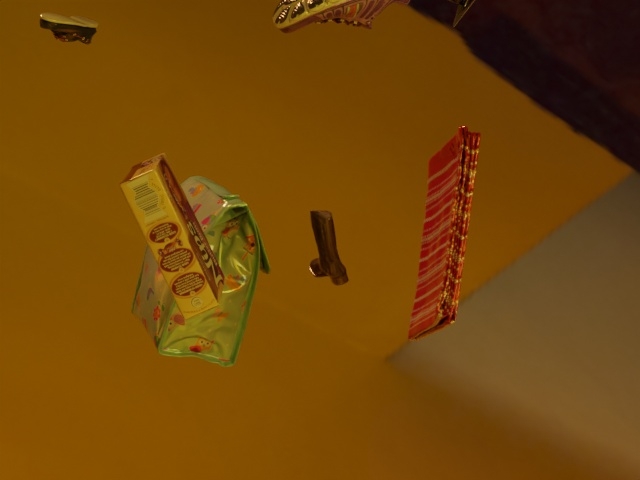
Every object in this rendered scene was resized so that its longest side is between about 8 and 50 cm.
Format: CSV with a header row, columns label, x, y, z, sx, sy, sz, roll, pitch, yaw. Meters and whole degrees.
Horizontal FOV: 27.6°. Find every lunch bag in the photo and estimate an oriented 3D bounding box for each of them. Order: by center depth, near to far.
label,x,y,z,sx,sy,sz,roll,pitch,yaw
lunch bag,-0.186,0.037,2.066,0.223,0.160,0.262,35,-71,65

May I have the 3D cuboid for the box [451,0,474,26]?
label,x,y,z,sx,sy,sz,roll,pitch,yaw
box,0.208,-0.406,1.714,0.136,0.037,0.225,132,-24,-72

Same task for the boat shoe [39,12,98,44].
label,x,y,z,sx,sy,sz,roll,pitch,yaw
boat shoe,-0.381,-0.318,1.964,0.049,0.133,0.042,25,-78,16

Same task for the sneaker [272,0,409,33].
label,x,y,z,sx,sy,sz,roll,pitch,yaw
sneaker,0.029,-0.270,1.513,0.170,0.071,0.068,-19,-145,-4

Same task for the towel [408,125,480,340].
label,x,y,z,sx,sy,sz,roll,pitch,yaw
towel,0.166,-0.006,1.812,0.199,0.031,0.274,131,-31,-75

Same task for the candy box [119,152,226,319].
label,x,y,z,sx,sy,sz,roll,pitch,yaw
candy box,-0.180,-0.007,1.612,0.053,0.186,0.109,-24,-167,6

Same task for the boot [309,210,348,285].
label,x,y,z,sx,sy,sz,roll,pitch,yaw
boot,0.000,0.000,1.881,0.037,0.114,0.106,-26,-158,-21
